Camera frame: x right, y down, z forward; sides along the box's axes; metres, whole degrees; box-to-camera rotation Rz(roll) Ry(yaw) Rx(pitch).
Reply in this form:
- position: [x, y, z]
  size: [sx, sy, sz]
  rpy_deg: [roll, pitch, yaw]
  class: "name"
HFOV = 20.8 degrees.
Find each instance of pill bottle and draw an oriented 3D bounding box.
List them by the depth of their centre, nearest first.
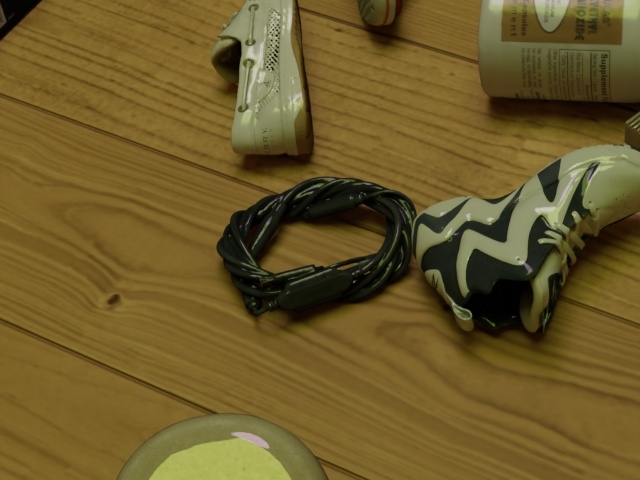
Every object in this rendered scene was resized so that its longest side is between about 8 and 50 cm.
- position: [0.275, -0.200, 1.690]
  size: [0.229, 0.131, 0.131]
  rpy_deg: [4, 47, 13]
  class: "pill bottle"

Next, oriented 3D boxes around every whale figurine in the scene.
- position: [-0.067, 0.271, 1.325]
  size: [0.216, 0.141, 0.272]
  rpy_deg: [-9, 70, 1]
  class: "whale figurine"

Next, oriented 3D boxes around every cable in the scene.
- position: [0.000, 0.000, 1.615]
  size: [0.184, 0.047, 0.150]
  rpy_deg: [-22, 42, -8]
  class: "cable"

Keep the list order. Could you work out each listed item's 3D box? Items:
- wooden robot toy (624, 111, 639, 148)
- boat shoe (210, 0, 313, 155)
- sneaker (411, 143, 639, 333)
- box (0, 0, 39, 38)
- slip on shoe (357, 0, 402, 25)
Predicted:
- position: [0.346, -0.079, 1.599]
  size: [0.076, 0.079, 0.173]
  rpy_deg: [-22, 48, -11]
  class: "wooden robot toy"
- position: [-0.065, -0.197, 1.770]
  size: [0.096, 0.098, 0.277]
  rpy_deg: [-7, 47, 2]
  class: "boat shoe"
- position: [0.207, 0.012, 1.527]
  size: [0.235, 0.094, 0.153]
  rpy_deg: [-14, 47, -3]
  class: "sneaker"
- position: [-0.386, -0.340, 1.964]
  size: [0.184, 0.103, 0.261]
  rpy_deg: [18, 52, 28]
  class: "box"
- position: [0.085, -0.353, 1.886]
  size: [0.101, 0.123, 0.331]
  rpy_deg: [2, 42, 6]
  class: "slip on shoe"
